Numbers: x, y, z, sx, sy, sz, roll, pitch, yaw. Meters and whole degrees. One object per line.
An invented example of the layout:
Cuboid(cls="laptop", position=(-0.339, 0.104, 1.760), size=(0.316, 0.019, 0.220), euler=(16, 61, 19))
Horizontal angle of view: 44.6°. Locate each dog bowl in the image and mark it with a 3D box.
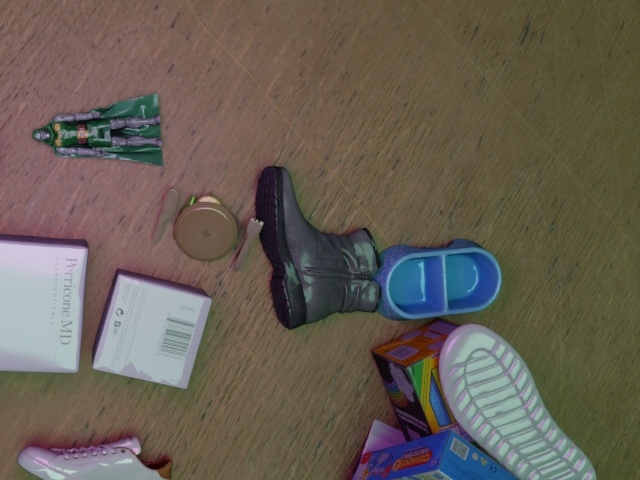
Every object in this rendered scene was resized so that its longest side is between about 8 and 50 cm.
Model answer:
Cuboid(cls="dog bowl", position=(0.250, 0.087, 1.662), size=(0.297, 0.074, 0.165), euler=(-5, 95, -16))

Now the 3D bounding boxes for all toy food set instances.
Cuboid(cls="toy food set", position=(-0.222, -0.023, 1.530), size=(0.192, 0.038, 0.132), euler=(21, 106, -13))

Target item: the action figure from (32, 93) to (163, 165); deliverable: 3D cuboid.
Cuboid(cls="action figure", position=(-0.415, -0.199, 1.456), size=(0.232, 0.063, 0.137), euler=(-5, 98, -13))

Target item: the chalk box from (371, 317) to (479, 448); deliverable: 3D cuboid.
Cuboid(cls="chalk box", position=(0.262, 0.335, 1.624), size=(0.179, 0.180, 0.289), euler=(-25, 102, -17))

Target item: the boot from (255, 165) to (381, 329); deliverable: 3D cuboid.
Cuboid(cls="boot", position=(0.000, 0.000, 1.577), size=(0.223, 0.118, 0.338), euler=(-13, 104, -22))

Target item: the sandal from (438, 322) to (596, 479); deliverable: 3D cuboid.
Cuboid(cls="sandal", position=(0.364, 0.347, 1.515), size=(0.169, 0.102, 0.416), euler=(-35, 91, -1))

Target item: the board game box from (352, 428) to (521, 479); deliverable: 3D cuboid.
Cuboid(cls="board game box", position=(0.263, 0.513, 1.532), size=(0.308, 0.302, 0.086), euler=(37, 54, -11))

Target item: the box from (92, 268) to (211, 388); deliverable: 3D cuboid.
Cuboid(cls="box", position=(-0.320, 0.164, 1.474), size=(0.182, 0.119, 0.181), euler=(16, 89, -16))

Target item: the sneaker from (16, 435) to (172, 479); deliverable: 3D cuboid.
Cuboid(cls="sneaker", position=(-0.418, 0.414, 1.479), size=(0.290, 0.106, 0.123), euler=(25, 81, -26))

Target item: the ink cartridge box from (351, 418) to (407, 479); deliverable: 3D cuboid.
Cuboid(cls="ink cartridge box", position=(0.157, 0.624, 1.685), size=(0.308, 0.091, 0.385), euler=(29, 69, -16))

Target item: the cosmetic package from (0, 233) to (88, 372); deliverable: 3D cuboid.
Cuboid(cls="cosmetic package", position=(-0.645, 0.099, 1.353), size=(0.453, 0.161, 0.230), euler=(4, 93, -17))
